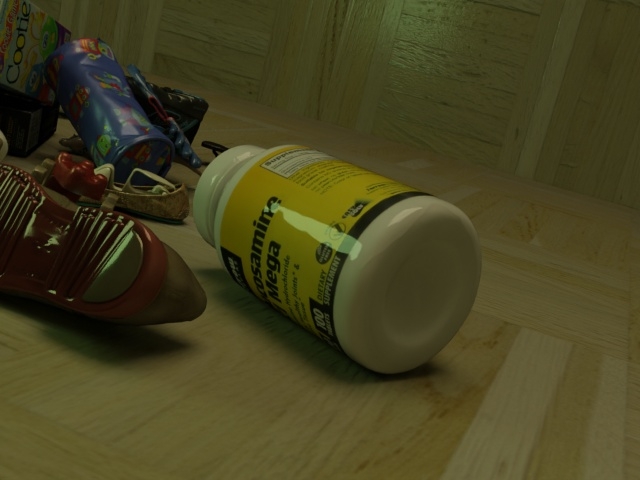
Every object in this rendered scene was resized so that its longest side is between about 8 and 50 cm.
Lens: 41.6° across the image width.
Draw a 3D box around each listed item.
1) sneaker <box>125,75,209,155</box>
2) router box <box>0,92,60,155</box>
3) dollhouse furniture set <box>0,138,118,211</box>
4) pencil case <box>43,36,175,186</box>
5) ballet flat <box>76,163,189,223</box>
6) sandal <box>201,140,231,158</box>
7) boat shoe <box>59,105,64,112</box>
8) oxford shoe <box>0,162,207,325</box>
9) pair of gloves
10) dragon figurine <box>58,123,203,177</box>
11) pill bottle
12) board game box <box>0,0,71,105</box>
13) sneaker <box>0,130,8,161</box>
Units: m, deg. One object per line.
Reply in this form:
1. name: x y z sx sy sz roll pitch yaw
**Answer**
1. sneaker: -0.356 -0.245 1.657 0.125 0.140 0.340 23 9 35
2. router box: -0.623 -0.239 1.534 0.242 0.081 0.309 11 13 -10
3. dollhouse furniture set: -0.440 -0.083 1.023 0.374 0.152 0.201 29 9 -13
4. pencil case: -0.344 -0.207 1.381 0.133 0.119 0.306 9 36 -49
5. ballet flat: -0.291 -0.076 1.229 0.206 0.067 0.073 9 15 -18
6. sandal: -0.191 -0.173 1.821 0.067 0.040 0.179 30 6 35
7. boat shoe: -0.634 -0.362 2.002 0.096 0.098 0.277 5 17 -38
8. oxford shoe: -0.265 0.017 0.847 0.348 0.123 0.130 21 -11 34
9. pair of gloves: -0.270 -0.213 1.449 0.198 0.023 0.159 56 -2 -34
10. dragon figurine: -0.334 -0.170 1.536 0.289 0.085 0.144 11 14 -8
11. pill bottle: 0.000 0.000 0.950 0.187 0.188 0.334 2 17 -41
12. board game box: -0.534 -0.326 1.372 0.144 0.142 0.275 15 1 2
13. sneaker: -0.559 -0.197 1.264 0.305 0.114 0.152 22 44 28
